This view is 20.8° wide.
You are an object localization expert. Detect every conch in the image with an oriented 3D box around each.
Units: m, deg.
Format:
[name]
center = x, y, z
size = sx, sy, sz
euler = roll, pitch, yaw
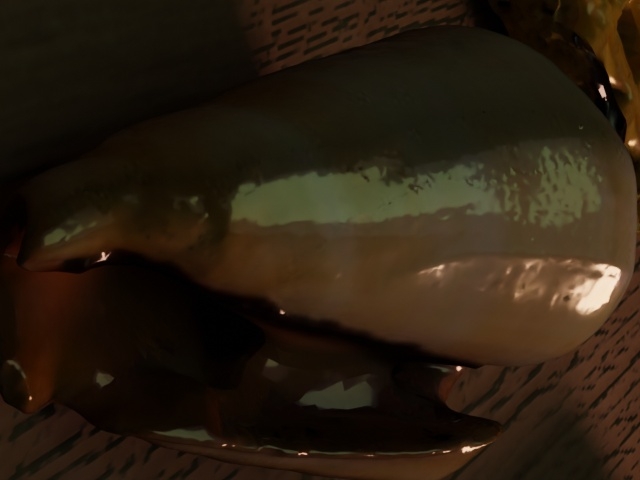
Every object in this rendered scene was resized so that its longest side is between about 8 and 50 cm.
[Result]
[conch]
center = -0.005, -0.005, 0.605
size = 0.255, 0.127, 0.158
euler = 5, 113, -35

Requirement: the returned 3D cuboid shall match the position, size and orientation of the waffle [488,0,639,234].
[waffle]
center = 0.140, -0.167, 0.871
size = 0.312, 0.060, 0.307
euler = 33, 58, -51
